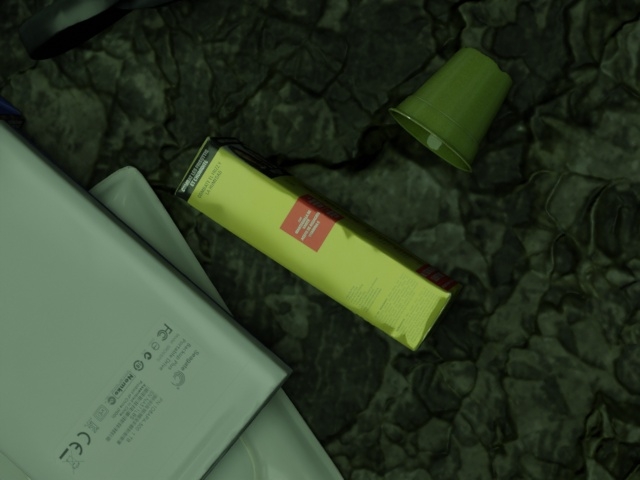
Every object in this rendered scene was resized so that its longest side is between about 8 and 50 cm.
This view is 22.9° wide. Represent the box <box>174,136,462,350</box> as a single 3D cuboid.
[{"bbox_3d":[0.000,0.000,1.278,0.232,0.087,0.058,34,99,9],"label":"box"}]

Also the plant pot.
[{"bbox_3d":[0.110,-0.110,1.258,0.083,0.083,0.079,37,87,7],"label":"plant pot"}]

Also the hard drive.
[{"bbox_3d":[-0.209,0.083,1.300,0.319,0.040,0.210,40,100,7],"label":"hard drive"}]

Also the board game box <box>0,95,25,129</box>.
[{"bbox_3d":[-0.417,-0.034,1.289,0.141,0.232,0.291,40,101,7],"label":"board game box"}]

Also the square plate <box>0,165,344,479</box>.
[{"bbox_3d":[-0.206,0.171,1.351,0.344,0.049,0.347,-35,86,12],"label":"square plate"}]

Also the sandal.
[{"bbox_3d":[-0.131,-0.210,1.294,0.254,0.097,0.054,-30,86,23],"label":"sandal"}]
